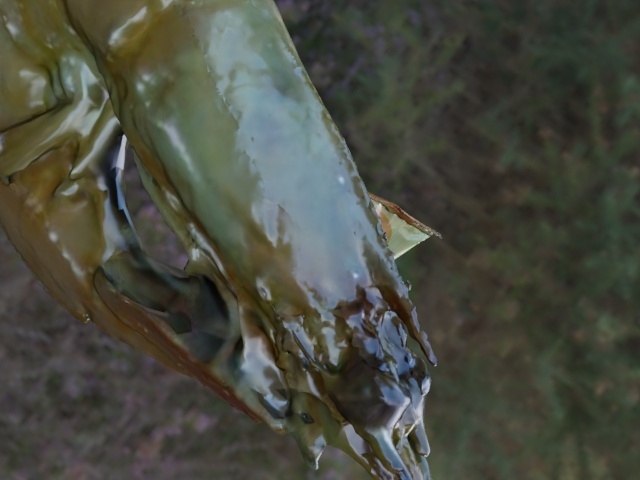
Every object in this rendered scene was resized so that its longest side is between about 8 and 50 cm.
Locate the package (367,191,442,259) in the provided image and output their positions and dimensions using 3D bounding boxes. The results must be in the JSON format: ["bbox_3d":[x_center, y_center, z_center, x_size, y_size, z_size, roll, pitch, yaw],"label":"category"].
[{"bbox_3d":[-0.002,0.001,1.105,0.121,0.031,0.108,-32,140,27],"label":"package"}]

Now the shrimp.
[{"bbox_3d":[-0.045,-0.013,0.589,0.145,0.267,0.061,-44,169,27],"label":"shrimp"}]
